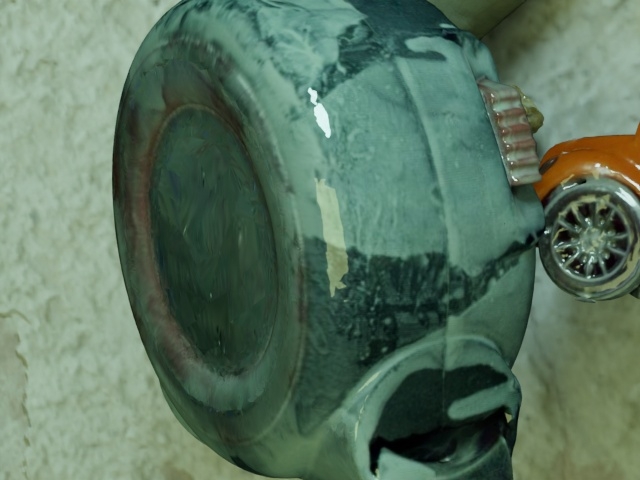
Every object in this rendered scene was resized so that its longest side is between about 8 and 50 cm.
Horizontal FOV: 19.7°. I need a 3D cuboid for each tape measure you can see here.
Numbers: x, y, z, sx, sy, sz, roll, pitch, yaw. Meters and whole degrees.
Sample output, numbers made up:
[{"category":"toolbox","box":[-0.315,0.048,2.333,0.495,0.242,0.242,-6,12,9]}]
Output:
[{"category":"tape measure","box":[0.000,0.000,0.951,0.256,0.147,0.275,7,104,59]}]

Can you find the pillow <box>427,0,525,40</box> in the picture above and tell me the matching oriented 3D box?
[{"category":"pillow","box":[0.053,-0.166,1.026,0.181,0.078,0.134,-42,86,27]}]

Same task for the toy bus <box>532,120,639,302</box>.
[{"category":"toy bus","box":[0.264,-0.028,0.909,0.329,0.143,0.153,6,89,27]}]

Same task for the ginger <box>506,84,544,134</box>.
[{"category":"ginger","box":[0.068,-0.013,1.051,0.165,0.067,0.096,-47,55,27]}]
